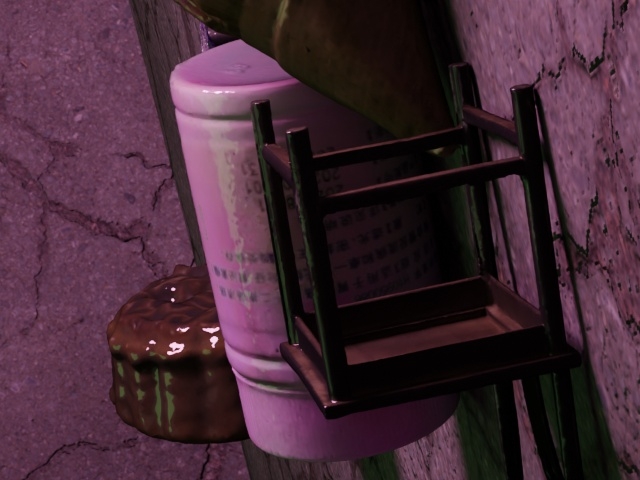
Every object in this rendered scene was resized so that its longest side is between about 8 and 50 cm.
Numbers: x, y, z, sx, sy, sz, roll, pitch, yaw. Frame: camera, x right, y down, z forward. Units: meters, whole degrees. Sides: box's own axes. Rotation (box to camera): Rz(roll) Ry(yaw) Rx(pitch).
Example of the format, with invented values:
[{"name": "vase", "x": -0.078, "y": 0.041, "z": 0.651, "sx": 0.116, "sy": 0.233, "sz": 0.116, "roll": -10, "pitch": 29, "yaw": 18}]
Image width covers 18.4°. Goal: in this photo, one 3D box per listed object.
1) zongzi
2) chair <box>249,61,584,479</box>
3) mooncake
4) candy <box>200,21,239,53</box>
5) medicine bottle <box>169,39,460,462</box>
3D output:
[{"name": "zongzi", "x": -0.023, "y": -0.357, "z": 1.072, "sx": 0.467, "sy": 0.218, "sz": 0.500, "roll": 38, "pitch": 137, "yaw": 23}, {"name": "chair", "x": 0.056, "y": 0.049, "z": 1.046, "sx": 0.154, "sy": 0.141, "sz": 0.260, "roll": -134, "pitch": 34, "yaw": -76}, {"name": "mooncake", "x": -0.076, "y": 0.090, "z": 1.731, "sx": 0.228, "sy": 0.228, "sz": 0.124, "roll": -126, "pitch": 31, "yaw": -70}, {"name": "candy", "x": -0.085, "y": -0.140, "z": 1.967, "sx": 0.312, "sy": 0.061, "sz": 0.088, "roll": 88, "pitch": 168, "yaw": -56}, {"name": "medicine bottle", "x": 0.000, "y": 0.000, "z": 1.279, "sx": 0.152, "sy": 0.152, "sz": 0.254, "roll": -124, "pitch": 22, "yaw": -69}]
